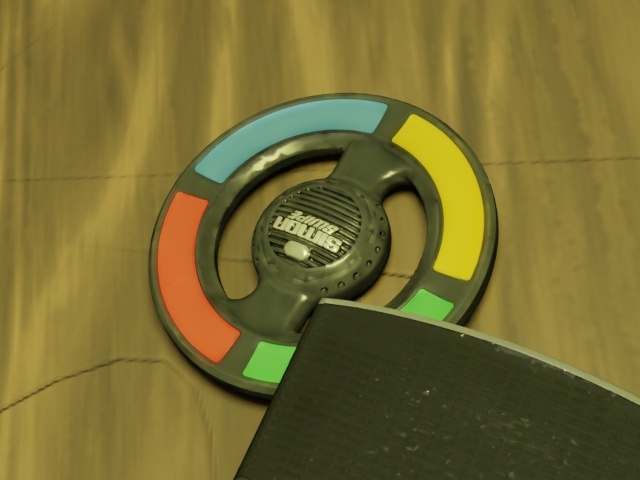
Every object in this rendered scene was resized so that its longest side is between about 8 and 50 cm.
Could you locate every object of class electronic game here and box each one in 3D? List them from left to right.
[{"bbox_3d":[0.000,0.000,1.052,0.229,0.048,0.229,-7,57,11],"label":"electronic game"}]

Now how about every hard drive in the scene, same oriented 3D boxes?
[{"bbox_3d":[0.085,0.131,0.916,0.254,0.054,0.172,20,62,13],"label":"hard drive"}]
